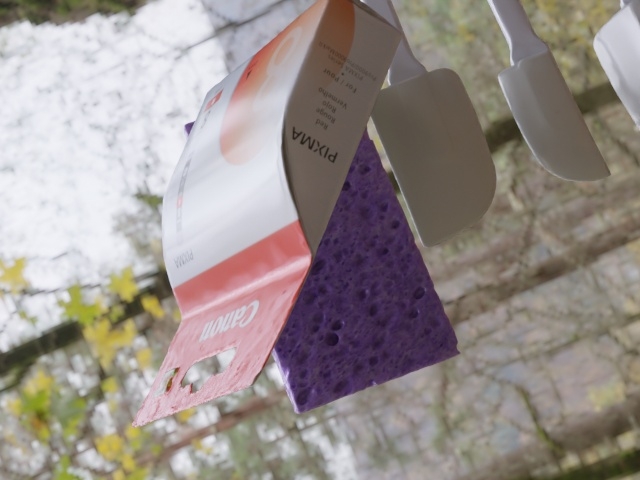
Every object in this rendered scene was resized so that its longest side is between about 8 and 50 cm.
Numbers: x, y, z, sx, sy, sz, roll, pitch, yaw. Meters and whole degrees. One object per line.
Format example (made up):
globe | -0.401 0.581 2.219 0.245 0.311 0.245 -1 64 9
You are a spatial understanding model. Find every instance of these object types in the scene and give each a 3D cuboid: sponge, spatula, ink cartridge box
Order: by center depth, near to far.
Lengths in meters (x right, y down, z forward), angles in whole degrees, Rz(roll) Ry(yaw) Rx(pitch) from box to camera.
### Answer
ink cartridge box | -0.041 -0.011 0.638 0.045 0.179 0.145 33 154 -17
spatula | 0.089 -0.127 0.690 0.019 0.168 0.242 64 -174 -66
sponge | 0.000 0.000 0.940 0.031 0.117 0.210 125 124 -78
